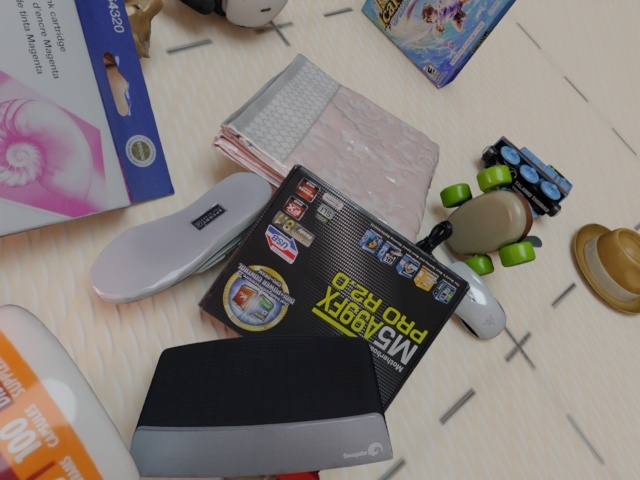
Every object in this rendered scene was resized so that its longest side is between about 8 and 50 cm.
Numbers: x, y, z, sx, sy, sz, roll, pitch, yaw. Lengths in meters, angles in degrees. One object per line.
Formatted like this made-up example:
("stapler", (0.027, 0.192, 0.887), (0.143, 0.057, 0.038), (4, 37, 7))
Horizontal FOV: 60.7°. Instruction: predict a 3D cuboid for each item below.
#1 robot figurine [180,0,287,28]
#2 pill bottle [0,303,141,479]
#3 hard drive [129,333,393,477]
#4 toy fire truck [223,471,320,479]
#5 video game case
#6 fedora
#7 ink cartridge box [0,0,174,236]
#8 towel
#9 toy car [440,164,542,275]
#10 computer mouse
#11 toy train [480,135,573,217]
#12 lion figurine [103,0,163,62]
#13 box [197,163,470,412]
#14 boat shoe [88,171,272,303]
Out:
("robot figurine", (-0.174, -0.491, 0.937), (0.278, 0.209, 0.173), (35, 11, -2))
("pill bottle", (-0.356, 0.234, 0.390), (0.392, 0.224, 0.224), (-34, 80, -36))
("hard drive", (-0.060, 0.165, 0.580), (0.254, 0.054, 0.172), (-3, 26, -1))
("toy fire truck", (-0.066, 0.250, 0.598), (0.047, 0.135, 0.192), (52, 11, -23))
("video game case", (0.228, -0.473, 1.050), (0.061, 0.269, 0.244), (-36, 80, -34))
("fedora", (0.577, 0.040, 1.034), (0.194, 0.079, 0.194), (12, 58, -19))
("ink cartridge box", (-0.338, -0.177, 0.624), (0.330, 0.071, 0.324), (-21, 102, -40))
("towel", (0.038, -0.150, 0.861), (0.317, 0.053, 0.332), (32, 40, -4))
("toy car", (0.318, -0.030, 0.926), (0.188, 0.149, 0.155), (-4, 75, -40))
("computer mouse", (0.218, 0.070, 0.848), (0.106, 0.042, 0.193), (-41, 84, -1))
("toy train", (0.391, -0.123, 1.047), (0.184, 0.080, 0.105), (43, 44, 6))
("lion figurine", (-0.404, -0.407, 0.736), (0.392, 0.142, 0.240), (22, 43, -46))
("box", (0.019, 0.067, 0.698), (0.270, 0.060, 0.216), (35, 89, -3))
("boat shoe", (-0.164, 0.009, 0.699), (0.258, 0.084, 0.095), (-32, 66, -28))
